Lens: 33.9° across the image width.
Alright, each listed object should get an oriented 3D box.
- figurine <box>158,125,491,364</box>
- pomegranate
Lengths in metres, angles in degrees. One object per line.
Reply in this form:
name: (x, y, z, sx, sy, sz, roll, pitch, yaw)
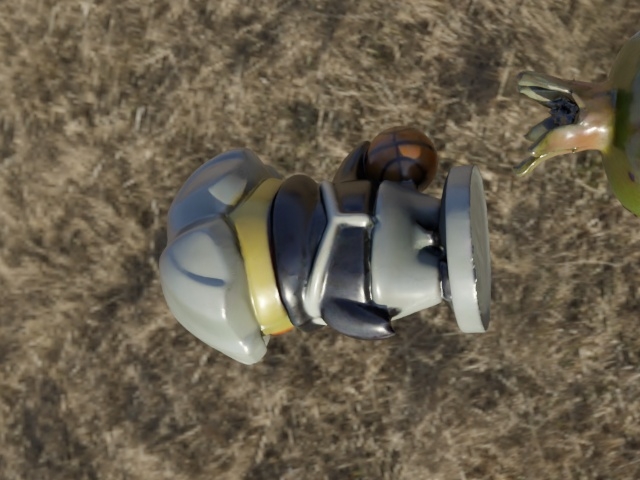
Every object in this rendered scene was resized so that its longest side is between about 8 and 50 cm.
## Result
figurine: (0.000, 0.000, 0.763, 0.236, 0.133, 0.176, -5, 56, 14)
pomegranate: (0.264, -0.092, 0.818, 0.224, 0.181, 0.181, 0, 88, 3)
